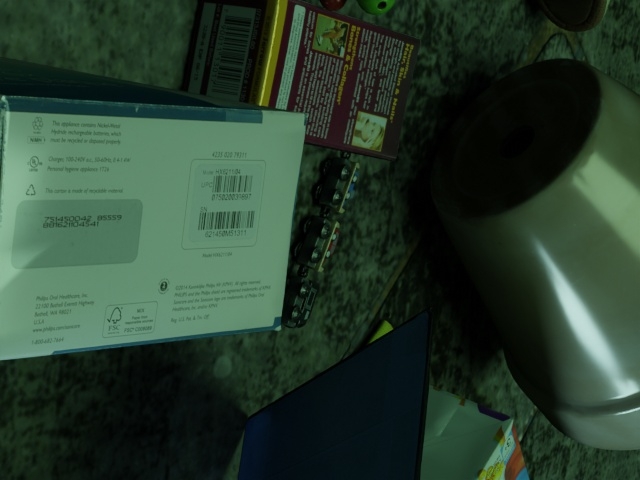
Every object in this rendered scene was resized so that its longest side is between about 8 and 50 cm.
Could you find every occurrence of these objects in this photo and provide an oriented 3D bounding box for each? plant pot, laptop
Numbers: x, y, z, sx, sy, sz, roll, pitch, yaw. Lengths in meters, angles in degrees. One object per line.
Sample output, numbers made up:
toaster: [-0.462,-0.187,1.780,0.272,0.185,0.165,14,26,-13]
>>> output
plant pot: [0.257,-0.010,1.439,0.280,0.323,0.323,42,67,-32]
laptop: [-0.113,0.267,1.028,0.407,0.382,0.236,-22,82,-26]

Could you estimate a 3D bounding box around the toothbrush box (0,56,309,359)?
toothbrush box: [-0.190,-0.035,0.828,0.216,0.295,0.126,-2,102,-51]

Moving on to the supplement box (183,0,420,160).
supplement box: [-0.013,-0.129,1.200,0.188,0.080,0.104,8,95,-52]

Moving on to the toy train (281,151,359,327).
toy train: [0.000,0.000,1.304,0.036,0.027,0.158,28,80,-56]

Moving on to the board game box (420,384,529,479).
board game box: [0.107,0.269,1.409,0.144,0.142,0.275,-54,145,-27]

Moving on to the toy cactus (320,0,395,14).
toy cactus: [-0.012,-0.266,1.133,0.180,0.112,0.219,-9,89,-16]

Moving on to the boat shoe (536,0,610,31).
boat shoe: [0.242,-0.328,1.455,0.095,0.095,0.258,-48,135,-40]

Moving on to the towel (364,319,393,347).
towel: [0.017,0.191,1.393,0.237,0.021,0.102,-53,138,-27]
